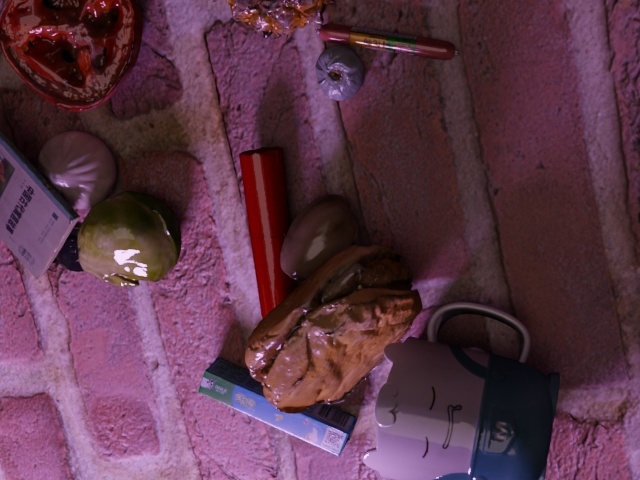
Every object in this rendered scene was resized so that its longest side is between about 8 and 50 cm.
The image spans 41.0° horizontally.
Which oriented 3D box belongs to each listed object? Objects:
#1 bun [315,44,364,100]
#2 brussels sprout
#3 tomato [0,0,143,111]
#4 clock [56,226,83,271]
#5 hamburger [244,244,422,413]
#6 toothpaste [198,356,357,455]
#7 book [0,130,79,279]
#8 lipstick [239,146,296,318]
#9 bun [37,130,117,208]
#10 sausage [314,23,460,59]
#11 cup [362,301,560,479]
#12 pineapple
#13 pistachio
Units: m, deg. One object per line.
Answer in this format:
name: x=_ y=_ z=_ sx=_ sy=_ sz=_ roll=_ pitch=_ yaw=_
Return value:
bun: x=0.028 y=-0.254 z=1.299 sx=0.083 sy=0.045 sz=0.083 roll=6 pitch=108 yaw=18
brussels sprout: x=-0.320 y=-0.010 z=1.418 sx=0.183 sy=0.131 sz=0.146 roll=7 pitch=127 yaw=13
tomato: x=-0.385 y=-0.323 z=1.371 sx=0.227 sy=0.101 sz=0.228 roll=1 pitch=101 yaw=7
clock: x=-0.436 y=0.015 z=1.514 sx=0.074 sy=0.010 sz=0.083 roll=7 pitch=106 yaw=14
hamburger: x=0.023 y=0.127 z=1.288 sx=0.283 sy=0.259 sz=0.145 roll=-42 pitch=62 yaw=15
toothpaste: x=-0.072 y=0.279 z=1.453 sx=0.266 sy=0.065 sz=0.050 roll=22 pitch=112 yaw=9
book: x=-0.542 y=-0.088 z=1.469 sx=0.283 sy=0.025 sz=0.215 roll=47 pitch=135 yaw=2
lipstick: x=-0.080 y=-0.008 z=1.379 sx=0.073 sy=0.073 sz=0.280 roll=-2 pitch=103 yaw=16
bun: x=-0.420 y=-0.115 z=1.434 sx=0.138 sy=0.094 sz=0.138 roll=4 pitch=104 yaw=18
sausage: x=0.098 y=-0.297 z=1.277 sx=0.223 sy=0.029 sz=0.029 roll=12 pitch=107 yaw=13
cup: x=0.220 y=0.240 z=1.294 sx=0.257 sy=0.219 sz=0.290 roll=10 pitch=81 yaw=12
pineapple: x=-0.072 y=-0.406 z=1.274 sx=0.224 sy=0.076 sz=0.225 roll=3 pitch=103 yaw=14
pistachio: x=0.000 y=0.000 z=1.333 sx=0.149 sy=0.113 sz=0.113 roll=-44 pitch=89 yaw=-1
